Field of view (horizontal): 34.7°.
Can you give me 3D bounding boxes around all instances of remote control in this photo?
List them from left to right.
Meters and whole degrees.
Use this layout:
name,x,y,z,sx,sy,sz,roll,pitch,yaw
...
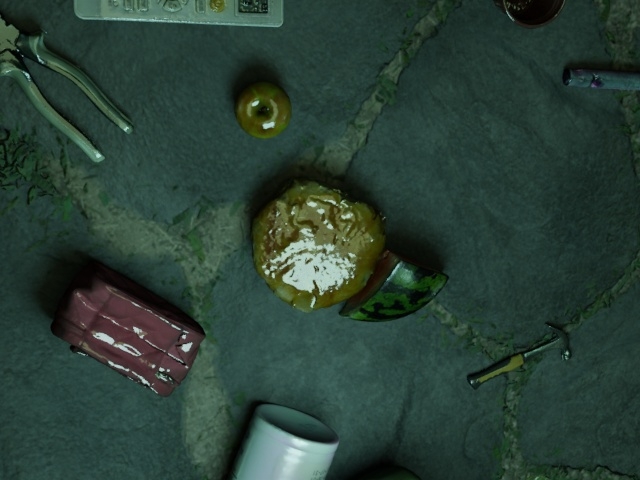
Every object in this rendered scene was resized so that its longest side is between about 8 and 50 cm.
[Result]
name,x,y,z,sx,sy,sz,roll,pitch,yaw
remote control,-0.210,-0.378,1.528,0.313,0.055,0.109,-2,96,-19

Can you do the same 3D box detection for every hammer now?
name,x,y,z,sx,sy,sz,roll,pitch,yaw
hammer,0.353,0.211,1.829,0.201,0.021,0.078,-22,107,-10

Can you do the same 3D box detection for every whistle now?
name,x,y,z,sx,sy,sz,roll,pitch,yaw
whistle,0.496,-0.275,1.747,0.177,0.033,0.033,0,103,-14

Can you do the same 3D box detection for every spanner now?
name,x,y,z,sx,sy,sz,roll,pitch,yaw
spanner,-0.416,-0.252,1.506,0.095,0.040,0.325,-46,111,0

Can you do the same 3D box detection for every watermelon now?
name,x,y,z,sx,sy,sz,roll,pitch,yaw
watermelon,0.116,0.090,1.695,0.145,0.137,0.193,-63,151,4

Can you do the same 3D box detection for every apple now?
name,x,y,z,sx,sy,sz,roll,pitch,yaw
apple,-0.090,-0.202,1.586,0.090,0.074,0.089,-3,103,-12

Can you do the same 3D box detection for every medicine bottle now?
name,x,y,z,sx,sy,sz,roll,pitch,yaw
medicine bottle,-0.082,0.416,1.693,0.152,0.152,0.253,20,97,-18

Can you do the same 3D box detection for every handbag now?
name,x,y,z,sx,sy,sz,roll,pitch,yaw
handbag,-0.297,0.140,1.576,0.225,0.146,0.135,33,87,-19

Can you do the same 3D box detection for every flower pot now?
name,x,y,z,sx,sy,sz,roll,pitch,yaw
flower pot,0.326,-0.397,1.643,0.111,0.089,0.111,-3,104,-13

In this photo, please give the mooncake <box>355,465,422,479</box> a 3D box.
name,x,y,z,sx,sy,sz,roll,pitch,yaw
mooncake,0.147,0.551,1.681,0.194,0.356,0.356,-30,108,-9

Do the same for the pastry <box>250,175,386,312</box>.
name,x,y,z,sx,sy,sz,roll,pitch,yaw
pastry,0.000,0.000,1.645,0.229,0.100,0.218,-13,102,-7
